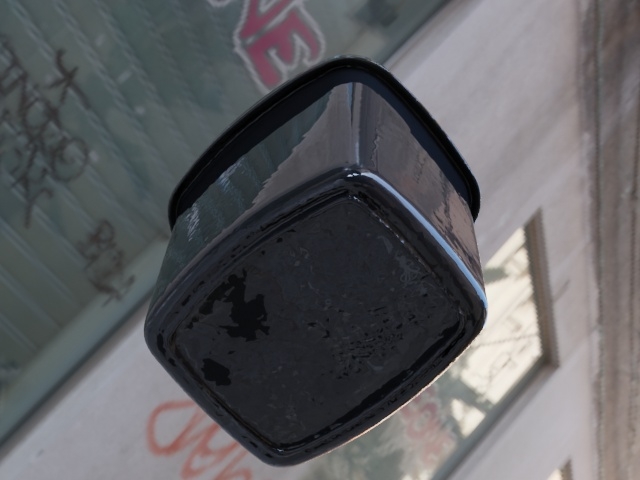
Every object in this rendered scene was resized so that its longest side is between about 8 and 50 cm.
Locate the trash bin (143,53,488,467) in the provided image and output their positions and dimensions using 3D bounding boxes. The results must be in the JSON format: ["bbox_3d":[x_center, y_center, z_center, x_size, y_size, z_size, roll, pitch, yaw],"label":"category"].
[{"bbox_3d":[0.000,0.000,0.700,0.182,0.209,0.290,49,14,-15],"label":"trash bin"}]
